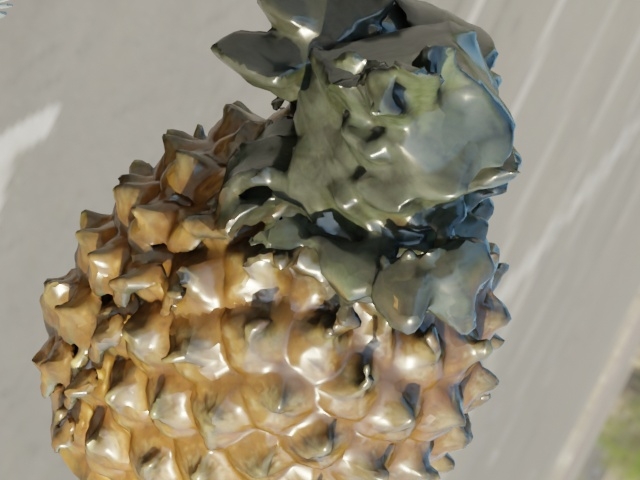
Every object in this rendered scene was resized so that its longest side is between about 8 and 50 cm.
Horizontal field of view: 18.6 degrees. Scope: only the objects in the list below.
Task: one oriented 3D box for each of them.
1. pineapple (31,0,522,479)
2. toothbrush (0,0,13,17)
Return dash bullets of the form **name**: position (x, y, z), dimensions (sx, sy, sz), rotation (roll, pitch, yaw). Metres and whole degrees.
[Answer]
- **pineapple**: position (0.001, -0.001, 0.878), dimensions (0.223, 0.223, 0.357), rotation (-53, 175, -38)
- **toothbrush**: position (-0.178, -0.175, 0.631), dimensions (0.024, 0.288, 0.026), rotation (-49, 156, 25)
